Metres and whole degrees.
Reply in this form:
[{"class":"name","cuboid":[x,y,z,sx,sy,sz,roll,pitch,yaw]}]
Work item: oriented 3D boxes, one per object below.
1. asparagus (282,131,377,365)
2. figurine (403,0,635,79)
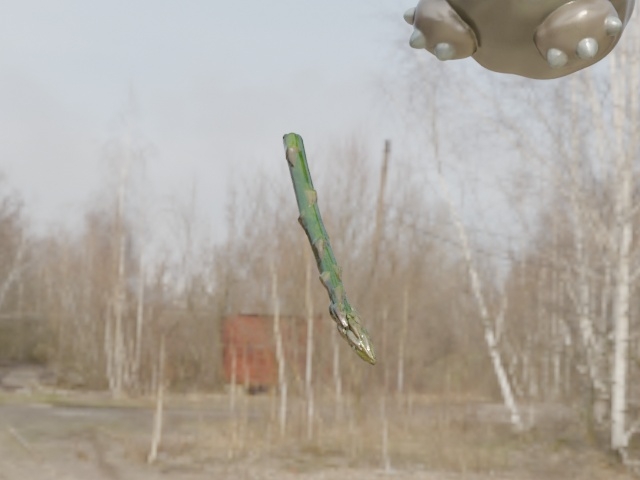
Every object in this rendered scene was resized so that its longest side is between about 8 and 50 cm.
[{"class":"asparagus","cuboid":[0.000,0.000,0.522,0.016,0.162,0.016,31,-63,-34]},{"class":"figurine","cuboid":[0.264,-0.332,1.263,0.248,0.380,0.203,11,-34,27]}]
